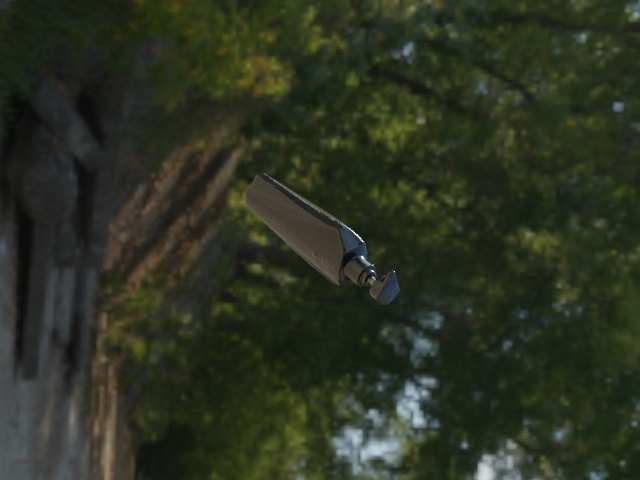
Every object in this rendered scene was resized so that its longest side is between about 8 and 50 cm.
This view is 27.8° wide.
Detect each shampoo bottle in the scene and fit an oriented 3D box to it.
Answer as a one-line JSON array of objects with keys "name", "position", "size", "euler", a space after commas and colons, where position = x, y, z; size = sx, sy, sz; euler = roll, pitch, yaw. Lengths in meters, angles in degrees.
[{"name": "shampoo bottle", "position": [0.000, 0.000, 0.870], "size": [0.137, 0.027, 0.048], "euler": [38, -37, 35]}]
